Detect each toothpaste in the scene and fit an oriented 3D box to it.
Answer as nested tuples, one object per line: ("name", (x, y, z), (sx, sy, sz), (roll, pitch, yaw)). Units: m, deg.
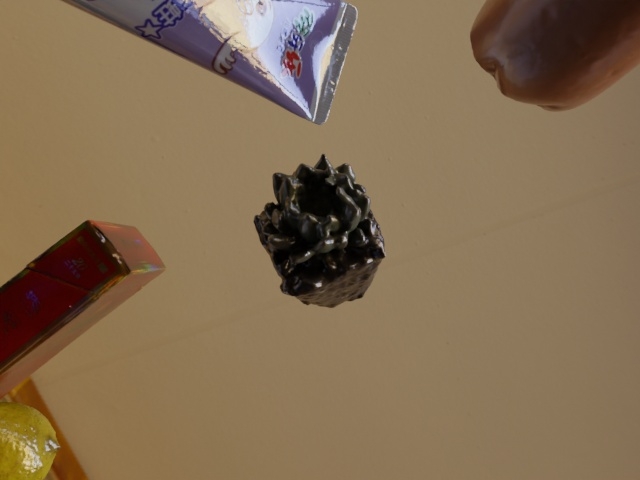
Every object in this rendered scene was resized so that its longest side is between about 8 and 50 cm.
("toothpaste", (-0.110, -0.204, 0.483), (0.371, 0.080, 0.125), (10, -80, -46))

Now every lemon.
("lemon", (-0.358, 0.233, 0.644), (0.133, 0.109, 0.109), (4, -69, -19))

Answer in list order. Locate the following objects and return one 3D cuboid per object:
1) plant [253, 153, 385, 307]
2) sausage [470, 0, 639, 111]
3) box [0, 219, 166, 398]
("plant", (0.000, 0.000, 0.672), (0.132, 0.194, 0.129), (-28, -118, -4))
("sausage", (0.171, -0.164, 0.232), (0.086, 0.086, 0.289), (33, -42, -9))
("box", (-0.366, 0.102, 0.754), (0.313, 0.197, 0.089), (-38, -91, -3))
